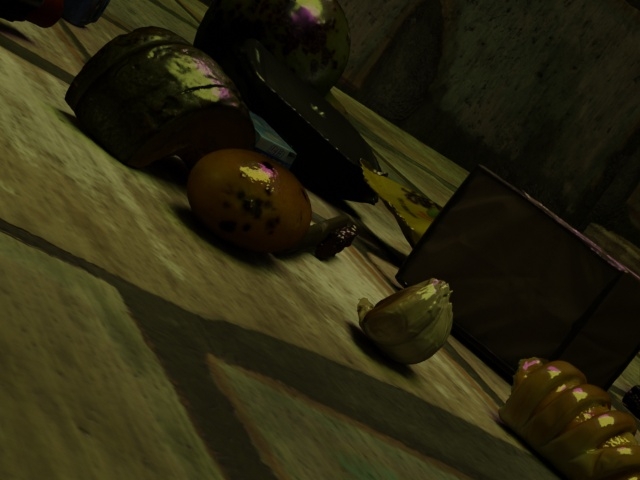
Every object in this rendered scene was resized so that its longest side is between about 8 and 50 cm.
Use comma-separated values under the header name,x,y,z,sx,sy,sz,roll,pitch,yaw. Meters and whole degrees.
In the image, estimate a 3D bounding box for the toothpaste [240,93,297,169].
name,x,y,z,sx,sy,sz,roll,pitch,yaw
toothpaste,-0.114,-0.156,2.043,0.066,0.053,0.272,24,14,-32

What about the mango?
name,x,y,z,sx,sy,sz,roll,pitch,yaw
mango,-0.063,-0.036,1.478,0.115,0.090,0.178,30,-1,16

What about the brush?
name,x,y,z,sx,sy,sz,roll,pitch,yaw
brush,0.000,0.000,1.654,0.036,0.043,0.248,43,10,7

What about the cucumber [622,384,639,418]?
name,x,y,z,sx,sy,sz,roll,pitch,yaw
cucumber,0.468,0.249,2.081,0.043,0.039,0.163,5,21,-28

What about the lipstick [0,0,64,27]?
name,x,y,z,sx,sy,sz,roll,pitch,yaw
lipstick,-0.383,-0.290,1.657,0.081,0.081,0.299,39,11,25

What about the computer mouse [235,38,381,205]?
name,x,y,z,sx,sy,sz,roll,pitch,yaw
computer mouse,-0.028,-0.154,2.145,0.295,0.087,0.168,43,17,-22

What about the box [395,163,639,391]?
name,x,y,z,sx,sy,sz,roll,pitch,yaw
box,0.246,0.056,1.805,0.252,0.188,0.153,43,12,33

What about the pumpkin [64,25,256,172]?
name,x,y,z,sx,sy,sz,roll,pitch,yaw
pumpkin,-0.130,-0.127,1.579,0.131,0.126,0.248,42,11,28

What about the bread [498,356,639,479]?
name,x,y,z,sx,sy,sz,roll,pitch,yaw
bread,0.256,0.186,1.493,0.177,0.084,0.119,45,13,30

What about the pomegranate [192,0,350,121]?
name,x,y,z,sx,sy,sz,roll,pitch,yaw
pomegranate,-0.069,-0.256,2.328,0.242,0.242,0.306,43,-29,44

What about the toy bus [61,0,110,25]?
name,x,y,z,sx,sy,sz,roll,pitch,yaw
toy bus,-0.404,-0.385,2.129,0.236,0.079,0.094,34,25,-3

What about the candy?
name,x,y,z,sx,sy,sz,roll,pitch,yaw
candy,0.169,0.010,2.079,0.297,0.081,0.187,37,10,-26

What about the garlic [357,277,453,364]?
name,x,y,z,sx,sy,sz,roll,pitch,yaw
garlic,0.083,0.079,1.438,0.113,0.094,0.074,18,59,-79
